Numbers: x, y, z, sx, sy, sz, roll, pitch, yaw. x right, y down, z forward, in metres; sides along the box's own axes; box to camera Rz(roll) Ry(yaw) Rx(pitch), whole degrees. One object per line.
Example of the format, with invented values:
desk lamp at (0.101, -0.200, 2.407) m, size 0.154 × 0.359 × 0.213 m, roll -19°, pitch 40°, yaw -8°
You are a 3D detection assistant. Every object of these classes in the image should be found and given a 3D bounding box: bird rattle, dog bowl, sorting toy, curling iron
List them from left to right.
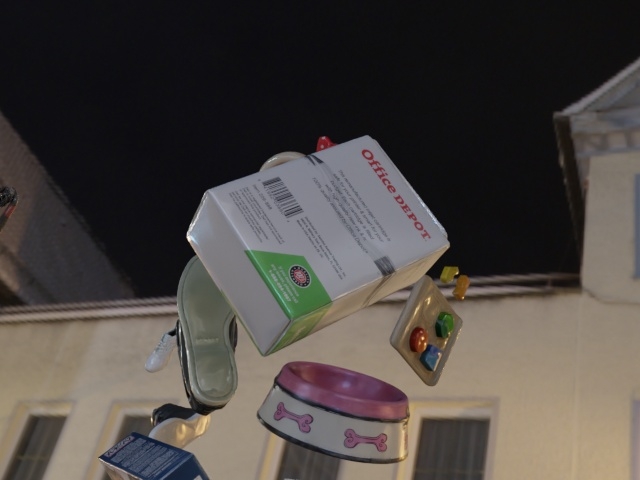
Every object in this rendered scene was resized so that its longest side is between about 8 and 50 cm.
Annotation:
curling iron at (-0.821, -0.032, 2.269) m, size 0.035 × 0.068 × 0.274 m, roll 4°, pitch -48°, yaw -42°
bird rattle at (-0.053, -0.119, 2.000) m, size 0.207 × 0.253 × 0.143 m, roll 21°, pitch 9°, yaw 22°
dog bowl at (0.048, 0.435, 2.342) m, size 0.408 × 0.150 × 0.408 m, roll 15°, pitch 4°, yaw -1°
sorting toy at (0.298, 0.192, 2.293) m, size 0.041 × 0.307 × 0.229 m, roll 6°, pitch -31°, yaw 42°

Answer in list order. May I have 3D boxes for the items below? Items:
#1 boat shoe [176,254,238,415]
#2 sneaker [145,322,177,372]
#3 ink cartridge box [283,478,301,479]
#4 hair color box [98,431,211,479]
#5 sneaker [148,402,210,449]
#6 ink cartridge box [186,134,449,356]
boat shoe at (-0.223, 0.185, 1.759) m, size 0.127 × 0.340 × 0.113 m, roll 2°, pitch -37°, yaw -22°
sneaker at (-0.386, 0.260, 2.236) m, size 0.054 × 0.152 × 0.061 m, roll 32°, pitch -17°, yaw 28°
ink cartridge box at (0.043, 0.534, 1.688) m, size 0.225 × 0.056 × 0.181 m, roll 2°, pitch -54°, yaw 22°
hair color box at (-0.326, 0.513, 1.862) m, size 0.347 × 0.105 × 0.173 m, roll -7°, pitch -65°, yaw 60°
sneaker at (-0.464, 0.561, 2.690) m, size 0.147 × 0.104 × 0.296 m, roll 5°, pitch 4°, yaw 23°
ink cartridge box at (0.000, 0.000, 1.234) m, size 0.211 × 0.289 × 0.121 m, roll 56°, pitch -36°, yaw 17°
